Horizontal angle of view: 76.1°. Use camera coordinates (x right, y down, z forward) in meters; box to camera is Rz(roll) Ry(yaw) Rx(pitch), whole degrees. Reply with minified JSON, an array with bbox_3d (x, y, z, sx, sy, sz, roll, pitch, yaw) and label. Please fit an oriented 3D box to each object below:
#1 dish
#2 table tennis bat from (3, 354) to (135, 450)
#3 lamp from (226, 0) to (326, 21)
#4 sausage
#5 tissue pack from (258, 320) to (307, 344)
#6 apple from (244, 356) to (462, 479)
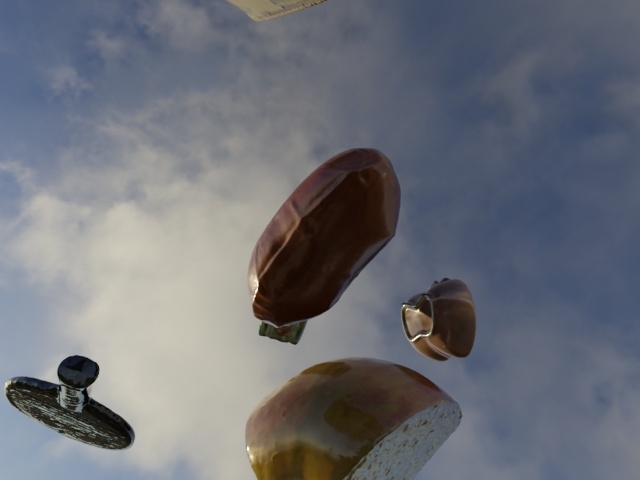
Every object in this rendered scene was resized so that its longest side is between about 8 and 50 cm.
[{"bbox_3d":[0.261,0.183,0.966,0.090,0.213,0.213,6,-51,-21],"label":"dish"},{"bbox_3d":[-0.259,0.174,0.430,0.150,0.027,0.236,30,-45,-11],"label":"table tennis bat"},{"bbox_3d":[-0.012,-0.228,0.248,0.185,0.161,0.161,20,-41,50],"label":"lamp"},{"bbox_3d":[-0.002,-0.001,0.507,0.133,0.133,0.258,35,-72,-13],"label":"sausage"},{"bbox_3d":[-0.063,0.077,1.063,0.128,0.228,0.310,17,-75,-8],"label":"tissue pack"},{"bbox_3d":[0.049,0.306,0.644,0.314,0.252,0.309,-13,-34,30],"label":"apple"}]
